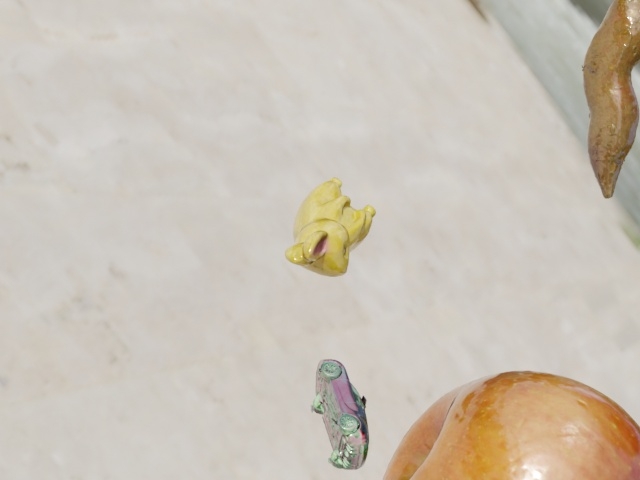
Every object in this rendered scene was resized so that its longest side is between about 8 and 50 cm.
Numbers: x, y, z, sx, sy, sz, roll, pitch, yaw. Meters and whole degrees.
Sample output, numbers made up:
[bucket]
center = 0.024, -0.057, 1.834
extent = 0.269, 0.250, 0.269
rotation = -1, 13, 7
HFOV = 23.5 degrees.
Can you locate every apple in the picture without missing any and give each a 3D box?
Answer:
[apple]
center = 0.160, 0.232, 1.320
extent = 0.206, 0.251, 0.272
rotation = 43, -12, -1

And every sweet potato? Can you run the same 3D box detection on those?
[sweet potato]
center = 0.294, -0.151, 1.555
extent = 0.065, 0.218, 0.051
rotation = 11, 8, 20

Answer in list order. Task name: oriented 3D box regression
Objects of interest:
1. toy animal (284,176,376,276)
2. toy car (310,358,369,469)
[toy animal]
center = -0.001, 0.003, 1.450
extent = 0.070, 0.083, 0.159
rotation = 39, 19, -5
[toy car]
center = 0.026, 0.196, 1.752
extent = 0.055, 0.069, 0.142
rotation = -4, 42, -15
